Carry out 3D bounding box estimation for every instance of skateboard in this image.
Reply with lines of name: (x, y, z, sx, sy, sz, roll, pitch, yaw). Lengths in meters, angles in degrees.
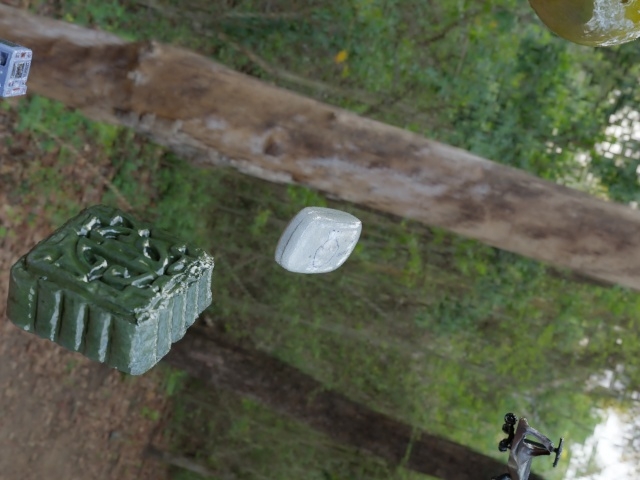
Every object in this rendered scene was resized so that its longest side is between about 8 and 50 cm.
skateboard: (0.269, 0.276, 1.250, 0.151, 0.080, 0.067, 79, 32, -57)

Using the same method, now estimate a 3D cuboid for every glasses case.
glasses case: (0.000, 0.000, 1.161, 0.076, 0.049, 0.197, -60, 162, 9)

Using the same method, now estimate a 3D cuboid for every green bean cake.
green bean cake: (-0.230, 0.049, 1.085, 0.183, 0.185, 0.094, -49, 159, -55)

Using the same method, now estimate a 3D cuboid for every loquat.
loquat: (0.299, -0.288, 0.986, 0.172, 0.204, 0.149, 52, 42, -28)

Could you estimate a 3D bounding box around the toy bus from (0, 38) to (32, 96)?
toy bus: (-0.438, -0.224, 1.158, 0.073, 0.167, 0.076, -67, 176, -76)
